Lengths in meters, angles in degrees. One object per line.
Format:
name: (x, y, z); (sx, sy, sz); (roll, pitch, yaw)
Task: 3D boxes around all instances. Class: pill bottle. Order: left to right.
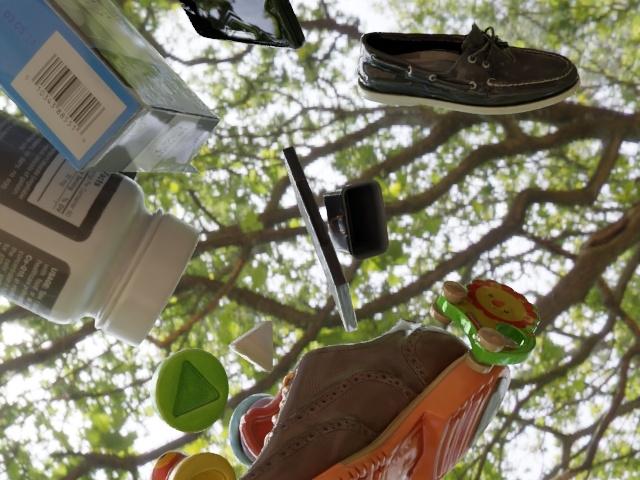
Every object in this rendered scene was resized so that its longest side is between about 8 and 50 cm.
pill bottle: (-0.347, -0.023, 0.993); (0.361, 0.204, 0.204); (29, -130, -12)

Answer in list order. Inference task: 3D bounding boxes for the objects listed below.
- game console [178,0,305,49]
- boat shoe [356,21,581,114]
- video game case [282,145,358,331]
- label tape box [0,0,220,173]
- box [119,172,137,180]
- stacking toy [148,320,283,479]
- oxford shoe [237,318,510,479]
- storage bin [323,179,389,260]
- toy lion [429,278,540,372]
game console: (-0.061, -0.222, 0.660); (0.122, 0.107, 0.071); (17, -120, 35)
boat shoe: (0.214, -0.272, 1.216); (0.340, 0.113, 0.127); (9, -134, 24)
video game case: (0.000, 0.000, 1.376); (0.026, 0.196, 0.274); (-21, -119, -3)
label tape box: (-0.249, -0.197, 0.961); (0.106, 0.334, 0.240); (-44, -95, 13)
box: (-0.369, -0.155, 1.334); (0.078, 0.147, 0.180); (25, -88, 31)
stacking toy: (-0.172, 0.296, 1.357); (0.309, 0.279, 0.130); (-20, -174, -39)
oxford shoe: (0.000, 0.171, 0.645); (0.133, 0.130, 0.364); (33, -142, 31)
storage bin: (0.052, -0.036, 1.452); (0.098, 0.135, 0.091); (-15, -169, -31)
toy lion: (0.152, 0.068, 0.698); (0.096, 0.034, 0.100); (2, -146, -27)
